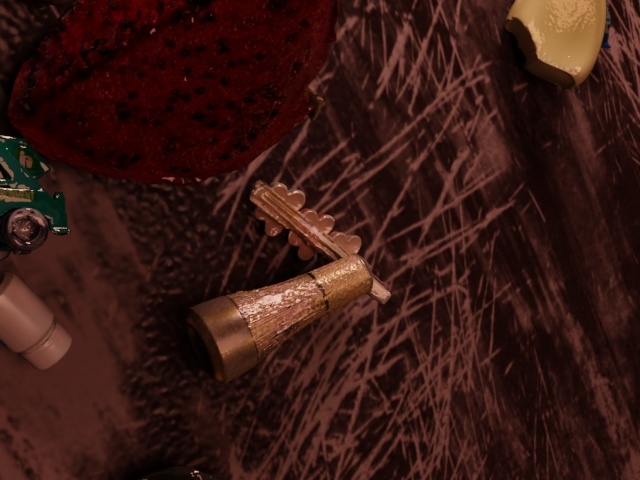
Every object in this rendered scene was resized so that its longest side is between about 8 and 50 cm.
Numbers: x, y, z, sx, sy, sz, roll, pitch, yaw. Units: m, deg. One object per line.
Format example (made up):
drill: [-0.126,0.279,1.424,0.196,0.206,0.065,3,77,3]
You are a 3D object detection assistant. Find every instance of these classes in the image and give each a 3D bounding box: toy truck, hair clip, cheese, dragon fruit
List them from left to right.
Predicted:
toy truck: [-0.324,-0.043,0.856,0.216,0.110,0.116,3,80,-36]
dragon fruit: [-0.117,-0.177,0.974,0.317,0.152,0.205,-29,140,7]
hair clip: [-0.002,-0.002,1.134,0.214,0.056,0.062,39,88,-24]
cheese: [0.319,-0.324,1.311,0.127,0.050,0.255,24,82,-9]

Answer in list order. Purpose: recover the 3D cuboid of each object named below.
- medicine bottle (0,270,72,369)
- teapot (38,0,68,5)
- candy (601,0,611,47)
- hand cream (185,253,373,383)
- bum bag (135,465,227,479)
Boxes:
medicine bottle: [-0.269,0.073,0.937,0.052,0.052,0.089,-51,121,-21]
teapot: [-0.264,-0.241,0.913,0.110,0.085,0.080,-32,134,1]
candy: [0.347,-0.319,1.365,0.088,0.038,0.136,-10,92,-39]
hand cream: [-0.036,0.067,1.070,0.203,0.084,0.084,-26,110,-20]
bum bag: [-0.212,0.340,0.999,0.326,0.080,0.142,-37,108,-24]
